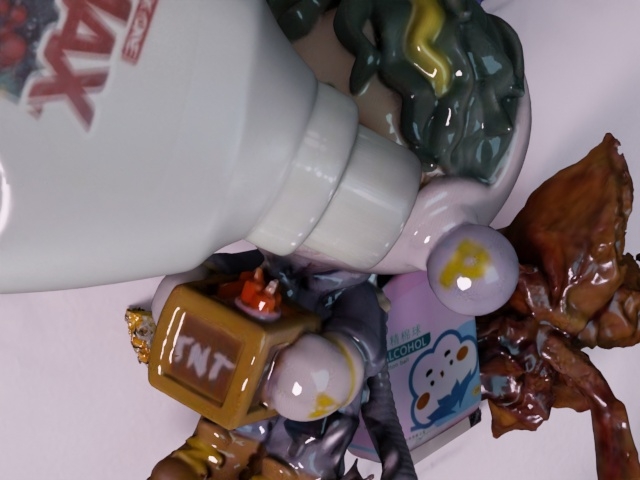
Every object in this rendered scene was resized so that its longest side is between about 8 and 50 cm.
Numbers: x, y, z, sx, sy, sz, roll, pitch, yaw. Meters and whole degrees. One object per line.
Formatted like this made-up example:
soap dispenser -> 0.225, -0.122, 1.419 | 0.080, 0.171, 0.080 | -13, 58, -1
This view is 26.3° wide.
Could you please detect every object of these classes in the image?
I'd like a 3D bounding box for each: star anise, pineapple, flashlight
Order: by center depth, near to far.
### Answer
pineapple -> -0.095, 0.069, 0.896 | 0.083, 0.019, 0.045 | 14, 87, -45
star anise -> 0.198, 0.095, 1.073 | 0.237, 0.148, 0.346 | -3, 86, -41
flashlight -> 0.094, 0.152, 1.083 | 0.083, 0.018, 0.018 | -26, 114, -35

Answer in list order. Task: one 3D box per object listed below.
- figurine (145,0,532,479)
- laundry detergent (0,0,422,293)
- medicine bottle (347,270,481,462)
figurine -> -0.004, -0.001, 0.810 | 0.382, 0.261, 0.186 | -69, 161, 8
laundry detergent -> -0.147, -0.077, 0.635 | 0.398, 0.125, 0.264 | 25, 86, -14
medicine bottle -> 0.042, 0.046, 0.960 | 0.119, 0.094, 0.188 | -23, 114, -38
